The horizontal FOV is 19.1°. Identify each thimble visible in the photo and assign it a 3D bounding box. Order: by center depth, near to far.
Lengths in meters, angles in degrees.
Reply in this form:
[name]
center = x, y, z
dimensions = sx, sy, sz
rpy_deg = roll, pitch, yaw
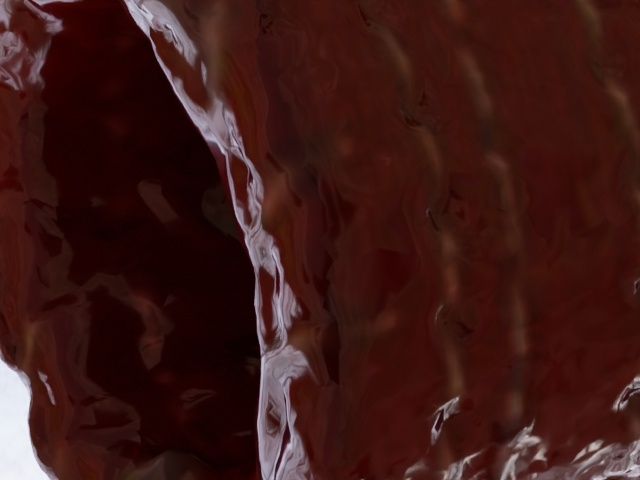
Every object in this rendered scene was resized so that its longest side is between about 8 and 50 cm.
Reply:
[thimble]
center = 0.001, -0.006, 0.440
dimensions = 0.125, 0.163, 0.190
rpy_deg = -13, -87, -32
